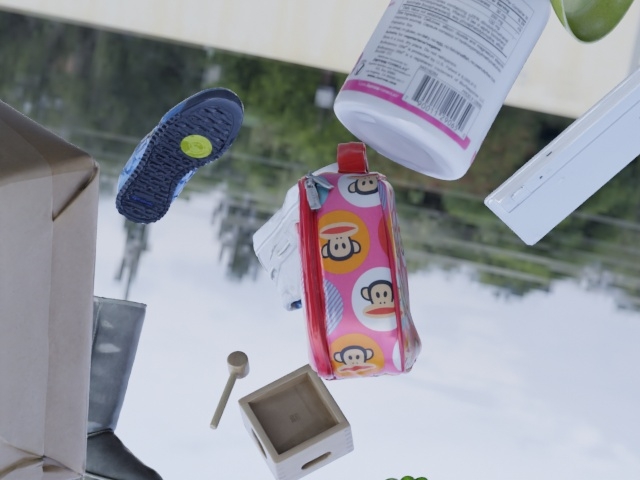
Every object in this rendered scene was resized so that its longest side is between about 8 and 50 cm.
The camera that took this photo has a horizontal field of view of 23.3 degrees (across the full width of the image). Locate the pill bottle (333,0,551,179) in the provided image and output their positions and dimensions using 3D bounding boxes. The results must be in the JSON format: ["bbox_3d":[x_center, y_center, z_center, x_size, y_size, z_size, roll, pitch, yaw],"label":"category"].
[{"bbox_3d":[0.147,-0.222,1.656,0.160,0.283,0.160,29,170,5],"label":"pill bottle"}]

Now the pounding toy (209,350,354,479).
[{"bbox_3d":[-0.078,0.264,2.344,0.181,0.094,0.206,-26,-123,-12],"label":"pounding toy"}]

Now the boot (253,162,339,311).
[{"bbox_3d":[0.000,0.000,1.999,0.095,0.123,0.258,-16,164,-28],"label":"boot"}]

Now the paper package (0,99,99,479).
[{"bbox_3d":[-0.340,0.025,1.281,0.168,0.309,0.325,-16,-148,-38],"label":"paper package"}]

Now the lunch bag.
[{"bbox_3d":[0.041,0.019,1.709,0.120,0.258,0.293,-6,178,5],"label":"lunch bag"}]

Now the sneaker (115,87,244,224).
[{"bbox_3d":[-0.142,-0.102,1.552,0.069,0.209,0.082,27,-134,-19],"label":"sneaker"}]

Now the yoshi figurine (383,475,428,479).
[{"bbox_3d":[0.033,0.324,1.620,0.362,0.203,0.203,-8,-162,-35],"label":"yoshi figurine"}]

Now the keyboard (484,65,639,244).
[{"bbox_3d":[0.222,-0.094,1.037,0.072,0.256,0.014,35,-163,-54],"label":"keyboard"}]

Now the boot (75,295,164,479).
[{"bbox_3d":[-0.224,0.169,1.699,0.190,0.208,0.076,15,168,19],"label":"boot"}]

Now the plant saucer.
[{"bbox_3d":[0.274,-0.310,1.494,0.037,0.241,0.241,22,-169,27],"label":"plant saucer"}]
